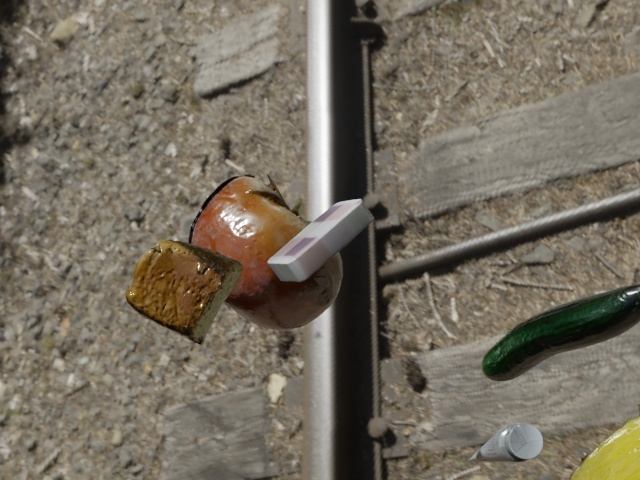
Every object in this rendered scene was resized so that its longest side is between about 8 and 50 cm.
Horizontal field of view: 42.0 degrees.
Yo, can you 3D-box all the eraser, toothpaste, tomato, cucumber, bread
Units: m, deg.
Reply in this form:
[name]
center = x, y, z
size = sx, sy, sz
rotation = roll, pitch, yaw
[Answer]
[eraser]
center = 0.000, 0.000, 0.837
size = 0.105, 0.026, 0.065
rotation = -41, 15, -23
[toothpaste]
center = 0.292, 0.319, 1.311
size = 0.089, 0.234, 0.057
rotation = -31, 79, -9
[tomato]
center = -0.051, 0.031, 1.089
size = 0.155, 0.214, 0.180
rotation = 31, 87, 42
[cucumber]
center = 0.247, 0.100, 0.881
size = 0.284, 0.056, 0.056
rotation = 133, 142, -58
[bread]
center = -0.112, 0.037, 0.682
size = 0.070, 0.083, 0.076
rotation = 28, 81, 2

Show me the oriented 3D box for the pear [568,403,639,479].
[pear]
center = 0.207, 0.209, 0.435
size = 0.267, 0.178, 0.267
rotation = -8, 77, 34
